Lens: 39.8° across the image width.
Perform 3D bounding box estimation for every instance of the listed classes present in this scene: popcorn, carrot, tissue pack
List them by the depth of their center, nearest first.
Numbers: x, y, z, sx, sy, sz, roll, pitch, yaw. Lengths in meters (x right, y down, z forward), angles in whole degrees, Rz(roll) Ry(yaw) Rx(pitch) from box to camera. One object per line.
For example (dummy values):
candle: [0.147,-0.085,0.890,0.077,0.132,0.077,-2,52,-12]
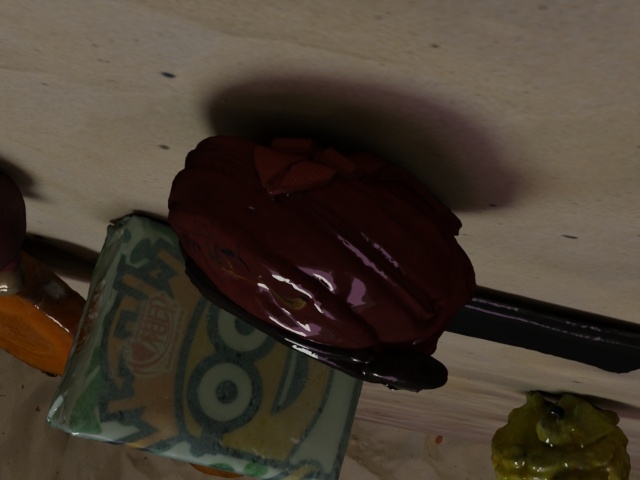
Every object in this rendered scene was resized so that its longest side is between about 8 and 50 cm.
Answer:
tissue pack: [-0.106,0.128,0.955,0.311,0.227,0.128,21,164,-26]
carrot: [-0.395,0.101,1.223,0.258,0.100,0.307,37,157,-13]
popcorn: [0.379,0.331,1.398,0.218,0.189,0.169,12,159,31]

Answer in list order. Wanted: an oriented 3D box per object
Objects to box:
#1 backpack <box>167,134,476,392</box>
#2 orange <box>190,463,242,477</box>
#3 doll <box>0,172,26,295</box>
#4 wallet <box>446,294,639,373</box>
backpack: [-0.001,0.002,0.590,0.229,0.138,0.229,29,176,2]
orange: [-0.141,0.274,1.493,0.264,0.264,0.264,12,165,3]
doll: [-0.415,-0.017,0.841,0.256,0.152,0.196,18,152,-1]
wallet: [0.215,0.091,0.927,0.286,0.030,0.146,14,162,-1]
